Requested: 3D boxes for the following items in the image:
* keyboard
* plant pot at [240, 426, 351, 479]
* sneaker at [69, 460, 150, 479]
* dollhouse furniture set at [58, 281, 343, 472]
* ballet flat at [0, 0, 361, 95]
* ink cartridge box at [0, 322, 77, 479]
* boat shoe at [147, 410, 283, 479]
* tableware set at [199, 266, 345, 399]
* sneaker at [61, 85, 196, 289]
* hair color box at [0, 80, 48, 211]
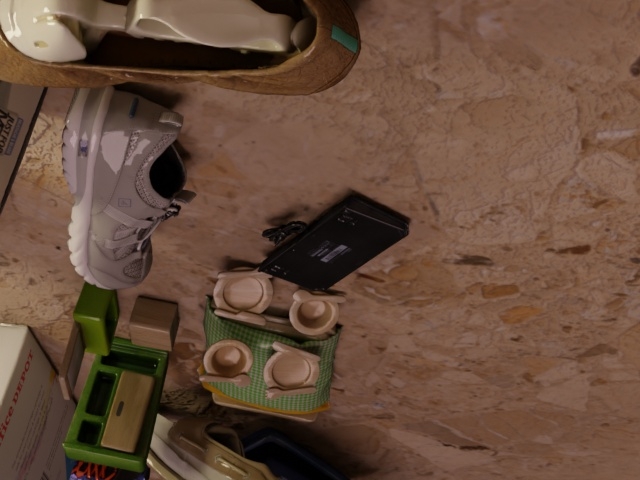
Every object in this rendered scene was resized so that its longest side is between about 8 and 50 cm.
[{"bbox_3d":[0.000,0.000,1.449,0.108,0.023,0.180,20,148,-24],"label":"keyboard"},{"bbox_3d":[-0.074,0.397,1.901,0.236,0.212,0.236,-32,131,25],"label":"plant pot"},{"bbox_3d":[-0.352,0.332,2.068,0.221,0.083,0.087,0,139,14],"label":"sneaker"},{"bbox_3d":[-0.139,0.176,1.659,0.302,0.151,0.197,11,149,4],"label":"dollhouse furniture set"},{"bbox_3d":[-0.140,-0.171,1.112,0.342,0.116,0.124,8,179,7],"label":"ballet flat"},{"bbox_3d":[-0.452,0.248,1.852,0.197,0.198,0.270,6,147,13],"label":"ink cartridge box"},{"bbox_3d":[-0.145,0.277,1.807,0.302,0.103,0.113,36,173,46],"label":"boat shoe"},{"bbox_3d":[-0.056,0.103,1.569,0.141,0.020,0.168,9,116,-13],"label":"tableware set"},{"bbox_3d":[-0.178,-0.034,1.377,0.115,0.105,0.281,11,148,4],"label":"sneaker"},{"bbox_3d":[-0.424,-0.124,1.247,0.339,0.185,0.110,20,148,-11],"label":"hair color box"}]
